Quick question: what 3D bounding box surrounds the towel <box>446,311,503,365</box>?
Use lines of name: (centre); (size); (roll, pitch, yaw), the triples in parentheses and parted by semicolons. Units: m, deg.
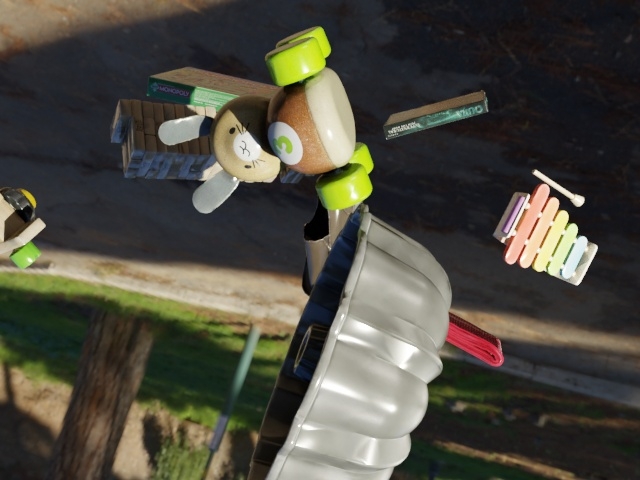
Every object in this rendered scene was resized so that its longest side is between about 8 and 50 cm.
towel: (0.214, 0.137, 1.288); (0.199, 0.031, 0.275); (29, -175, 11)

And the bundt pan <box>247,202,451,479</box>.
bundt pan: (0.037, 0.133, 0.812); (0.124, 0.331, 0.331); (21, 162, -4)

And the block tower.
block tower: (-0.162, -0.154, 1.250); (0.335, 0.097, 0.091); (1, 157, -26)

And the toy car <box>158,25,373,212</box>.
toy car: (-0.061, -0.099, 0.762); (0.188, 0.149, 0.155); (-18, 109, 12)

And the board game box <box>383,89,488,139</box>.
board game box: (0.213, -0.233, 1.422); (0.186, 0.026, 0.126); (-13, -164, 16)

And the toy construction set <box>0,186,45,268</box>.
toy construction set: (-0.499, -0.005, 0.956); (0.309, 0.257, 0.237); (-27, 121, 19)

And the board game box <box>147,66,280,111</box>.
board game box: (-0.190, -0.320, 1.703); (0.317, 0.046, 0.213); (14, -159, 10)

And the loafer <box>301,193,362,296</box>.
loafer: (0.000, 0.000, 1.262); (0.078, 0.220, 0.080); (-2, -153, -34)

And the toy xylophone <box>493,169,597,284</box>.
toy xylophone: (0.551, -0.033, 1.879); (0.322, 0.236, 0.081); (19, -178, -33)
